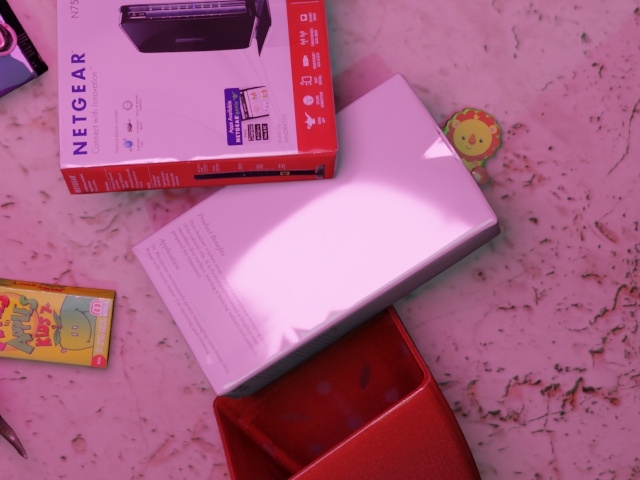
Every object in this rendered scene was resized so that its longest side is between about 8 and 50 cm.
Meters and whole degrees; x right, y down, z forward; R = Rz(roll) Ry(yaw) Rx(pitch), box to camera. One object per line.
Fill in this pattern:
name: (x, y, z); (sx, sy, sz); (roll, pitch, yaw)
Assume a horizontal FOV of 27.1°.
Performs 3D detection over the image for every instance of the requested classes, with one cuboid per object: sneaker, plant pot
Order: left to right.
sneaker: (-0.396, -0.242, 1.473); (0.119, 0.057, 0.047); (23, 101, -9)
plant pot: (0.056, 0.261, 1.638); (0.267, 0.267, 0.236); (-36, 116, 5)

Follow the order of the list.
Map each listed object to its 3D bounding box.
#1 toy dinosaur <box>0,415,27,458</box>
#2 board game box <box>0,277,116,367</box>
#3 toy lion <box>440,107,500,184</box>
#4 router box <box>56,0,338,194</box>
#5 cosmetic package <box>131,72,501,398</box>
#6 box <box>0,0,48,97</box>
toy dinosaur: (-0.484, 0.164, 1.603); (0.313, 0.121, 0.160); (42, 126, 8)
board game box: (-0.353, 0.102, 1.665); (0.181, 0.043, 0.092); (7, 103, -6)
toy lion: (0.175, -0.119, 1.662); (0.100, 0.034, 0.096); (2, 96, -4)
router box: (-0.143, -0.226, 1.501); (0.301, 0.082, 0.335); (-4, 71, -4)
cosmetic package: (0.000, 0.000, 1.578); (0.385, 0.156, 0.217); (-31, 79, 3)
box: (-0.483, -0.212, 1.554); (0.261, 0.103, 0.184); (-30, 101, 3)
